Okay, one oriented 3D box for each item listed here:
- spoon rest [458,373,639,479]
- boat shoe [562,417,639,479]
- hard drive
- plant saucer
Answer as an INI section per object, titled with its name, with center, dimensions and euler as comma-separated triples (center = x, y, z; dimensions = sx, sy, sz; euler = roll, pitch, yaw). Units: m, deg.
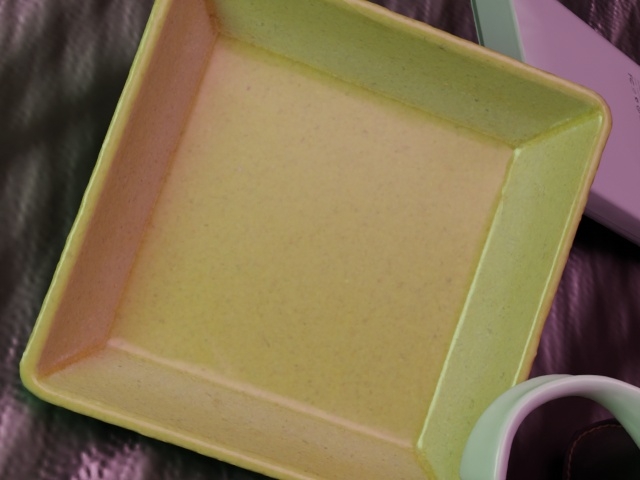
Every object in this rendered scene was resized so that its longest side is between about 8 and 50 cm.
[spoon rest]
center = 0.235, 0.141, 0.882
dimensions = 0.276, 0.137, 0.084
euler = 8, 84, -19
[boat shoe]
center = 0.230, 0.265, 0.892
dimensions = 0.130, 0.132, 0.355
euler = 39, 31, -37
[hard drive]
center = 0.248, -0.105, 1.141
dimensions = 0.307, 0.040, 0.203
euler = 22, 51, -45
[plant saucer]
center = 0.000, 0.000, 0.909
dimensions = 0.333, 0.081, 0.332
euler = 20, 85, -8
